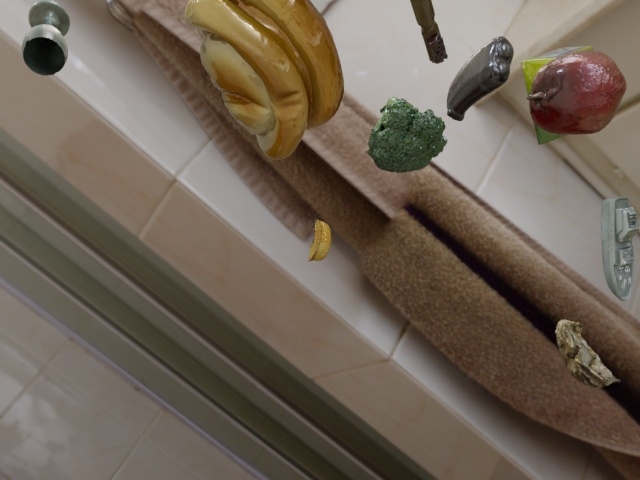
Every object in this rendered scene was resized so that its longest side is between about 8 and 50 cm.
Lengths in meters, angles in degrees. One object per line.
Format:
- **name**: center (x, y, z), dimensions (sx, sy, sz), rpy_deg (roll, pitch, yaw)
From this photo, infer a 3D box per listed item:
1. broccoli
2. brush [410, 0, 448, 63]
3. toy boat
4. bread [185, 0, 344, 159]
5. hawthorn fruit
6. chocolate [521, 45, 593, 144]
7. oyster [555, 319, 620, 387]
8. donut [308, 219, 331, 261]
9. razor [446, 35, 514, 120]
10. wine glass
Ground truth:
- **broccoli**: center (0.269, -0.336, 1.870), dimensions (0.265, 0.245, 0.294), rpy_deg (-7, -8, -7)
- **brush**: center (0.237, -0.448, 1.254), dimensions (0.043, 0.036, 0.248), rpy_deg (-34, -22, 9)
- **toy boat**: center (0.743, 0.022, 1.452), dimensions (0.078, 0.260, 0.085), rpy_deg (-9, 6, -25)
- **bread**: center (-0.136, -0.399, 1.303), dimensions (0.245, 0.424, 0.329), rpy_deg (-42, 47, -12)
- **hawthorn fruit**: center (0.623, -0.367, 1.469), dimensions (0.215, 0.250, 0.215), rpy_deg (178, 90, -79)
- **chocolate**: center (0.837, -0.509, 2.014), dimensions (0.301, 0.288, 0.137), rpy_deg (-28, 16, -39)
- **oyster**: center (0.634, 0.287, 1.436), dimensions (0.094, 0.166, 0.294), rpy_deg (-38, -12, 18)
- **donut**: center (0.000, 0.000, 1.278), dimensions (0.083, 0.038, 0.067), rpy_deg (-96, 27, -42)
- **razor**: center (0.589, -0.608, 2.227), dimensions (0.349, 0.113, 0.204), rpy_deg (141, 145, -65)
- **wine glass**: center (-0.569, -0.524, 1.360), dimensions (0.264, 0.096, 0.309), rpy_deg (-37, 39, 5)
